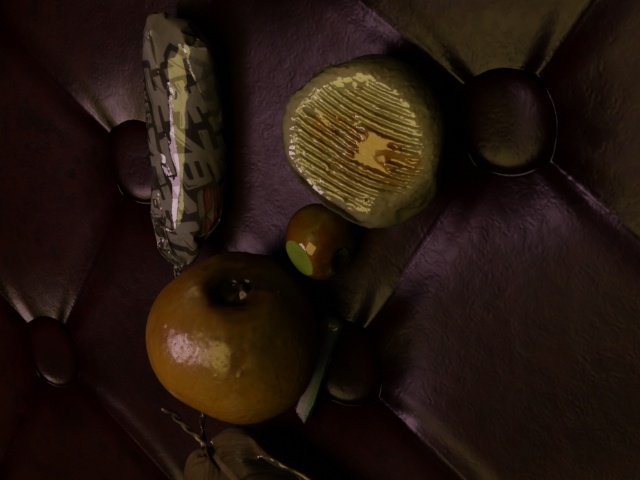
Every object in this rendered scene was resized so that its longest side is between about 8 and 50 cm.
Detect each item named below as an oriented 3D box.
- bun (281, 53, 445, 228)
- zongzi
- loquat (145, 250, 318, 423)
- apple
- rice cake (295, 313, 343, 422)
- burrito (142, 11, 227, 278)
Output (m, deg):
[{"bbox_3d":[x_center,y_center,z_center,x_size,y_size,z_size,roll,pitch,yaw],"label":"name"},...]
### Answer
[{"bbox_3d":[0.064,-0.141,1.606,0.243,0.153,0.244,3,99,17],"label":"bun"},{"bbox_3d":[0.023,0.424,1.876,0.218,0.466,0.500,74,176,-56],"label":"zongzi"},{"bbox_3d":[-0.135,0.155,1.776,0.274,0.275,0.275,13,113,33],"label":"loquat"},{"bbox_3d":[0.000,0.000,1.734,0.102,0.099,0.114,36,150,32],"label":"apple"},{"bbox_3d":[-0.005,0.205,1.848,0.033,0.033,0.208,26,121,16],"label":"rice cake"},{"bbox_3d":[-0.216,-0.140,1.846,0.139,0.101,0.446,8,108,29],"label":"burrito"}]
